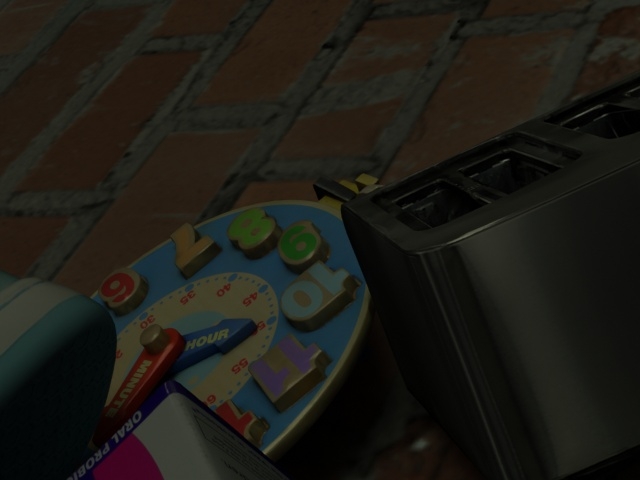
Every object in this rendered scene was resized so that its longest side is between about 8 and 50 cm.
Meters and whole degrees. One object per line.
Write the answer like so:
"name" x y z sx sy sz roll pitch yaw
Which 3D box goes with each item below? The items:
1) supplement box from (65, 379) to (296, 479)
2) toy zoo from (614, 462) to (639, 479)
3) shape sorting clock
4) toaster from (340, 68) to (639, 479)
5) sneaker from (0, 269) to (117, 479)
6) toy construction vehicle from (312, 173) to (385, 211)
"supplement box" -0.021 0.160 0.462 0.111 0.114 0.220 -43 34 3
"toy zoo" 0.217 0.132 0.463 0.293 0.030 0.192 -2 37 28
"shape sorting clock" -0.066 0.054 0.706 0.206 0.040 0.206 -22 37 18
"toaster" 0.108 0.011 0.586 0.168 0.110 0.185 -25 13 -4
"sneaker" -0.241 0.080 0.565 0.208 0.127 0.319 26 30 16
"toy construction vehicle" 0.000 0.000 0.778 0.086 0.035 0.098 -37 36 -23
